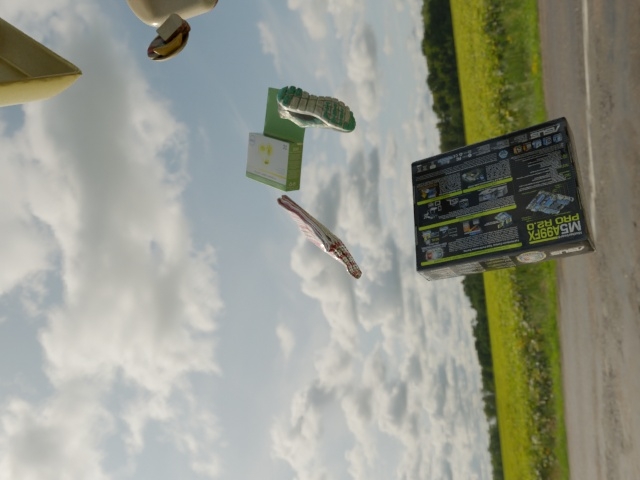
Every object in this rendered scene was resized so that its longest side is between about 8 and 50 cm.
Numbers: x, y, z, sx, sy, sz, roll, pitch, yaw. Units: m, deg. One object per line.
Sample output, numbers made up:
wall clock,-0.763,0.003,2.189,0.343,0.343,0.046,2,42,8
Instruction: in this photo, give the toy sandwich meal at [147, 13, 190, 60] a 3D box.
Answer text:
toy sandwich meal,-0.243,-0.320,0.876,0.029,0.086,0.085,55,-148,-52

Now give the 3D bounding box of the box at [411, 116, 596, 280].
box,0.287,-0.062,0.914,0.060,0.270,0.216,32,-129,-50

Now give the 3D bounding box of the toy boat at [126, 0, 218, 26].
toy boat,-0.329,-0.586,1.255,0.151,0.231,0.151,-72,-32,-50

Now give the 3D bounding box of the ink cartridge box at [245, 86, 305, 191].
ink cartridge box,-0.111,-0.255,1.385,0.056,0.171,0.235,-11,-65,-41

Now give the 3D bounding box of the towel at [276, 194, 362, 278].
towel,0.000,0.000,1.006,0.029,0.144,0.197,-47,-25,-5

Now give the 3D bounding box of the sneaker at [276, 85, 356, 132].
sneaker,-0.011,-0.253,1.111,0.076,0.166,0.065,128,162,-67

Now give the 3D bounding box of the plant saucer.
plant saucer,-0.719,-0.350,1.107,0.333,0.333,0.081,-31,-33,-49
